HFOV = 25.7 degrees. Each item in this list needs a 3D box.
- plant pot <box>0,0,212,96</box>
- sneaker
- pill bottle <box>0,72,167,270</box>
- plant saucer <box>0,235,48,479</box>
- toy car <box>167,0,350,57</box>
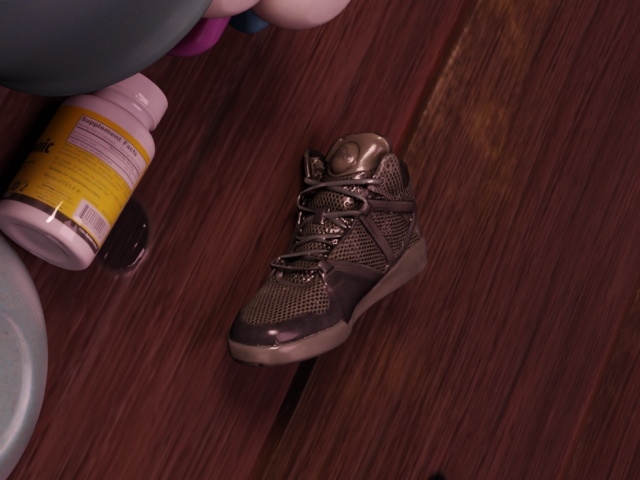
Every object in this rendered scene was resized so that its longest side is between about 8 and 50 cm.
[{"bbox_3d":[-0.160,-0.191,0.623,0.255,0.271,0.272,37,69,-65],"label":"plant pot"},{"bbox_3d":[0.000,0.000,1.018,0.227,0.087,0.130,-37,125,-46],"label":"sneaker"},{"bbox_3d":[-0.138,-0.046,0.836,0.116,0.065,0.065,-62,140,-22],"label":"pill bottle"},{"bbox_3d":[-0.211,0.082,0.786,0.195,0.037,0.195,-17,111,-53],"label":"plant saucer"},{"bbox_3d":[-0.079,-0.172,0.839,0.182,0.159,0.136,-4,136,-53],"label":"toy car"}]
